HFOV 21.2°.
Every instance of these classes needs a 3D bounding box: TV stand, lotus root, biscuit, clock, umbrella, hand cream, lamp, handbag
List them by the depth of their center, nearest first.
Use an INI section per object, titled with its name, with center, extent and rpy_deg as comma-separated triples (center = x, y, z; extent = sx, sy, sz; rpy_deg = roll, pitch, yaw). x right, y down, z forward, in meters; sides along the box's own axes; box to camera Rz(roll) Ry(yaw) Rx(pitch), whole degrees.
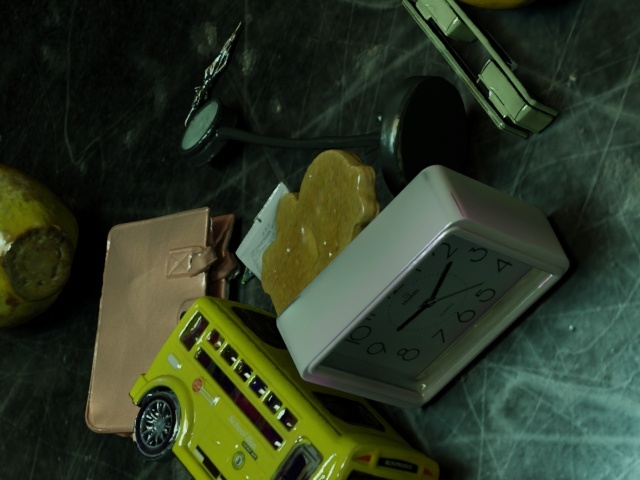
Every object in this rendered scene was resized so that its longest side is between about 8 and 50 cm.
[clock]
center = 0.083, 0.043, 1.358
extent = 0.197, 0.150, 0.063
rpy_deg = -45, 47, 25
[biscuit]
center = -0.001, -0.001, 1.433
extent = 0.133, 0.027, 0.184
rpy_deg = 58, 135, 50
[TV stand]
center = 0.121, -0.177, 1.469
extent = 0.042, 0.036, 0.249
rpy_deg = -52, 48, 22
[lamp]
center = -0.003, -0.074, 1.547
extent = 0.371, 0.108, 0.130
rpy_deg = -10, 51, 53
[hand cream]
center = -0.026, 0.018, 1.548
extent = 0.084, 0.053, 0.142
rpy_deg = -56, 39, 17
[handbag]
center = -0.149, 0.081, 1.638
extent = 0.157, 0.059, 0.212
rpy_deg = -10, 70, 43
[umbrella]
center = -0.109, -0.166, 1.708
extent = 0.022, 0.013, 0.122
rpy_deg = 30, 98, 33
[lotus root]
center = -0.367, 0.004, 1.796
extent = 0.291, 0.193, 0.193
rpy_deg = 10, 84, 42

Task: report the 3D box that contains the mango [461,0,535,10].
[mango]
center = 0.128, -0.279, 1.435
extent = 0.145, 0.112, 0.219
rpy_deg = -58, 46, 45

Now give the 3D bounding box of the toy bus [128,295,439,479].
[toy bus]
center = -0.018, 0.187, 1.415
extent = 0.331, 0.145, 0.151
rpy_deg = 42, 106, 44

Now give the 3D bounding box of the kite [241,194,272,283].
[kite]
center = -0.037, -0.005, 1.593
extent = 0.122, 0.004, 0.090
rpy_deg = -41, 52, 28
